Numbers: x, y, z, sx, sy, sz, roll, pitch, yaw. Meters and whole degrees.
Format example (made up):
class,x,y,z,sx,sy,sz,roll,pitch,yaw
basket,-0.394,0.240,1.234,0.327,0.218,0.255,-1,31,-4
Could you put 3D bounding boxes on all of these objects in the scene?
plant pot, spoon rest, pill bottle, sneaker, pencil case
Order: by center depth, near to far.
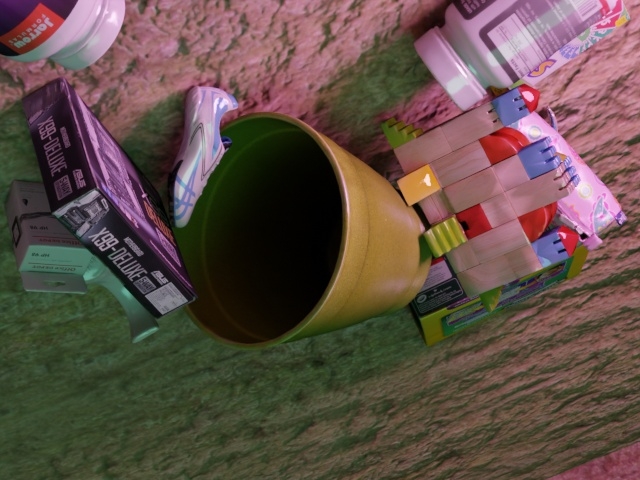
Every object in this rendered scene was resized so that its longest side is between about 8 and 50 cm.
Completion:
class,x,y,z,sx,sy,sz,roll,pitch,yaw
pill bottle,-0.387,-0.331,1.226,0.181,0.181,0.323,-39,140,16
pill bottle,0.296,-0.339,1.615,0.283,0.161,0.161,-36,141,14
sneaker,-0.187,-0.123,1.620,0.086,0.085,0.237,11,113,-15
plant pot,0.000,0.000,1.731,0.366,0.366,0.353,-46,150,24
spoon rest,-0.374,0.059,1.785,0.137,0.084,0.276,-29,129,2
pencil case,0.407,-0.113,1.853,0.124,0.284,0.124,-41,-176,3

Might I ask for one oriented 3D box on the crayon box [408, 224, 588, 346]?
class,x,y,z,sx,sy,sz,roll,pitch,yaw
crayon box,0.348,0.069,2.085,0.363,0.106,0.313,-25,164,1

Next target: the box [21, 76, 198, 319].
class,x,y,z,sx,sy,sz,roll,pitch,yaw
box,-0.309,-0.057,1.539,0.076,0.242,0.307,-28,141,4

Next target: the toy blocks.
class,x,y,z,sx,sy,sz,roll,pitch,yaw
toy blocks,0.308,-0.088,1.751,0.261,0.381,0.191,-25,-174,28

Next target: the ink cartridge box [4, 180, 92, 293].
class,x,y,z,sx,sy,sz,roll,pitch,yaw
ink cartridge box,-0.410,-0.006,1.589,0.104,0.180,0.060,5,133,-34

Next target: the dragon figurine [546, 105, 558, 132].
class,x,y,z,sx,sy,sz,roll,pitch,yaw
dragon figurine,0.369,-0.113,1.977,0.144,0.085,0.289,-12,141,-18

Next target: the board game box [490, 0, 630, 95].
class,x,y,z,sx,sy,sz,roll,pitch,yaw
board game box,0.391,-0.343,1.769,0.259,0.039,0.124,-33,141,13
